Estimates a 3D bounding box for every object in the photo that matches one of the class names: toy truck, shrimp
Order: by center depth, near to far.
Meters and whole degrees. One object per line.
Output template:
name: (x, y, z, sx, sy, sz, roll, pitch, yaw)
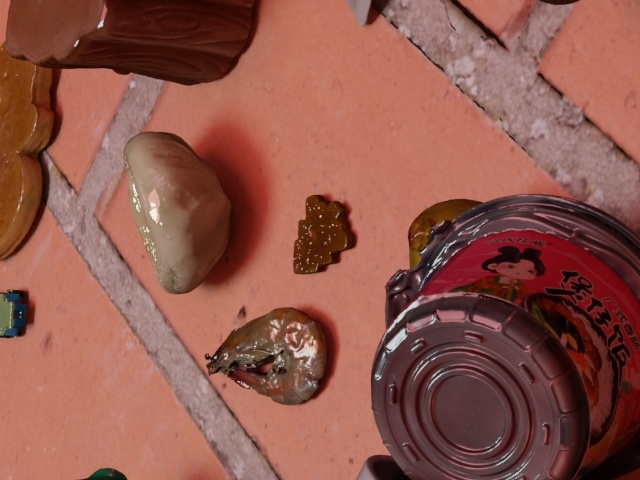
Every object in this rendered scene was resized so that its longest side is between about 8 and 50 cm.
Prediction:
shrimp: (-0.060, 0.124, 1.967, 0.190, 0.042, 0.101, -13, 80, 47)
toy truck: (-0.441, 0.093, 2.396, 0.175, 0.081, 0.067, -1, 84, 50)

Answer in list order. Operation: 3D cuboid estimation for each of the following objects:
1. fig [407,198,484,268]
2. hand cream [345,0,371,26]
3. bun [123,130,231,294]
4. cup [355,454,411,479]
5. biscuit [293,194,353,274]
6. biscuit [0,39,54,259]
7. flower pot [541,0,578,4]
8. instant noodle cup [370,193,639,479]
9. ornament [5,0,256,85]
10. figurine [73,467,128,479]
fig: (0.143, 0.034, 1.687, 0.153, 0.120, 0.136, 47, 115, 17)
hand cream: (0.003, -0.410, 1.941, 0.185, 0.118, 0.359, 112, 142, -54)
bun: (-0.149, -0.034, 2.055, 0.183, 0.102, 0.183, 165, 90, -79)
cup: (0.057, 0.363, 1.535, 0.212, 0.212, 0.317, 35, 100, 47)
biscuit: (0.000, 0.000, 1.937, 0.082, 0.016, 0.092, 48, 120, 38)
biscuit: (-0.406, -0.111, 2.423, 0.202, 0.044, 0.289, 22, 98, 49)
flower pot: (0.283, -0.282, 1.527, 0.202, 0.212, 0.212, 16, 96, 40)
instant noodle cup: (0.153, 0.109, 1.524, 0.302, 0.181, 0.258, -3, 106, 30)
ornament: (-0.202, -0.267, 2.071, 0.221, 0.217, 0.235, -58, 45, 25)
figurine: (-0.258, 0.342, 1.927, 0.323, 0.340, 0.231, -25, 65, 43)
